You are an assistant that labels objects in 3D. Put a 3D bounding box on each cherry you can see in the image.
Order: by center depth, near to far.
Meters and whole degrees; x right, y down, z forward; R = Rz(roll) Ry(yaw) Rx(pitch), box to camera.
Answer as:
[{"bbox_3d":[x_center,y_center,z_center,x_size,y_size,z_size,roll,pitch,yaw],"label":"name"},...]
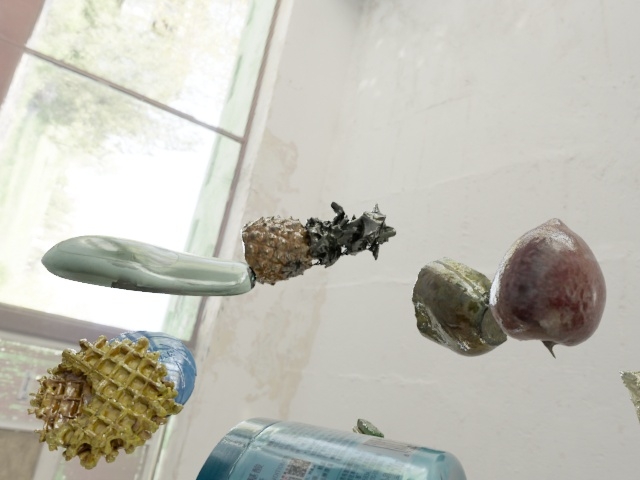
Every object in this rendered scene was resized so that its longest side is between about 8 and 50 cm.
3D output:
[{"bbox_3d":[0.483,0.100,1.131,0.203,0.230,0.300,11,85,-84],"label":"cherry"}]

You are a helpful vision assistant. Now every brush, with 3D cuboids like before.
[{"bbox_3d":[0.147,0.512,1.335,0.282,0.054,0.048,-178,-75,-76],"label":"brush"}]

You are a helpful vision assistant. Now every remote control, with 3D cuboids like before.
[{"bbox_3d":[-0.206,0.029,0.656,0.097,0.256,0.045,-105,-155,-64],"label":"remote control"}]

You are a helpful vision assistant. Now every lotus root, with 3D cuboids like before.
[{"bbox_3d":[0.387,0.220,1.494,0.260,0.149,0.266,32,-45,59],"label":"lotus root"}]

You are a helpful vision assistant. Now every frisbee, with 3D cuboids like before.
[{"bbox_3d":[-0.390,0.286,1.147,0.242,0.242,0.045,-100,-164,-45],"label":"frisbee"}]

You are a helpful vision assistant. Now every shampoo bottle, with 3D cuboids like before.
[{"bbox_3d":[0.023,0.455,0.794,0.343,0.331,0.331,-2,-112,29],"label":"shampoo bottle"}]

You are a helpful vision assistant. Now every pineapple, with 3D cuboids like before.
[{"bbox_3d":[0.000,0.000,0.827,0.111,0.237,0.119,87,-12,-59],"label":"pineapple"}]

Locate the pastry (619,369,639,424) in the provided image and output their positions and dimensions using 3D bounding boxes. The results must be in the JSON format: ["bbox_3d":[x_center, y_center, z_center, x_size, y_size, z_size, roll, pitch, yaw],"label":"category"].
[{"bbox_3d":[0.568,0.216,0.769,0.089,0.259,0.121,-158,-124,-78],"label":"pastry"}]

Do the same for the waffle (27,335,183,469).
[{"bbox_3d":[-0.321,0.231,0.788,0.193,0.197,0.070,48,-36,28],"label":"waffle"}]
